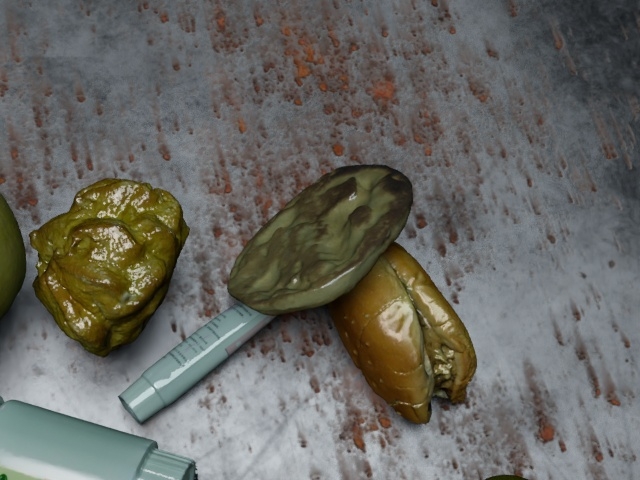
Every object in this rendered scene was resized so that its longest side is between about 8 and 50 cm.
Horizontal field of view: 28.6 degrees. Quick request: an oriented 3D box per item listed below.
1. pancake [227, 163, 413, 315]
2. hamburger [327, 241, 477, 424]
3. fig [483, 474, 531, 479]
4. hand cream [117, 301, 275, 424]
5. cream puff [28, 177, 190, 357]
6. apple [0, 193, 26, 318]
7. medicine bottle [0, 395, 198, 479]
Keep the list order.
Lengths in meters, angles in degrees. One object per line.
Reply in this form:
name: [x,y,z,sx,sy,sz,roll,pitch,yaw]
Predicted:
pancake: [0.000,0.000,1.698,0.294,0.294,0.049,-46,118,-20]
hamburger: [0.098,0.101,1.698,0.144,0.156,0.283,-28,69,-13]
fig: [0.248,0.402,1.597,0.203,0.203,0.225,-6,31,-9]
hand cream: [-0.132,0.126,1.709,0.331,0.085,0.058,-40,105,-16]
cream puff: [-0.275,0.034,1.641,0.196,0.244,0.244,44,70,11]
apple: [-0.517,0.026,1.589,0.254,0.292,0.292,41,66,-21]
medicine bottle: [-0.323,0.296,1.557,0.318,0.158,0.158,15,67,6]
